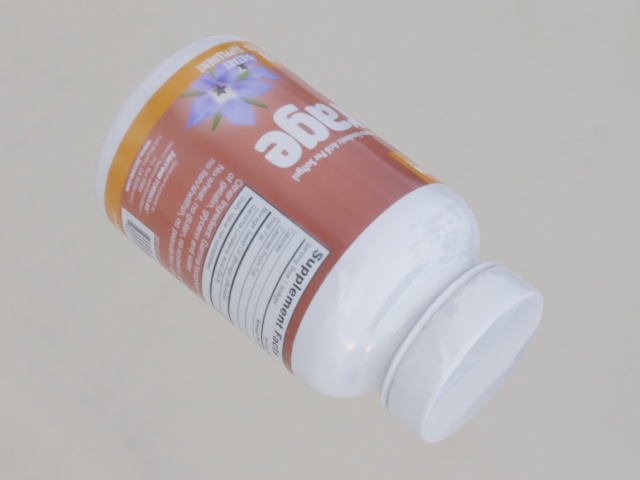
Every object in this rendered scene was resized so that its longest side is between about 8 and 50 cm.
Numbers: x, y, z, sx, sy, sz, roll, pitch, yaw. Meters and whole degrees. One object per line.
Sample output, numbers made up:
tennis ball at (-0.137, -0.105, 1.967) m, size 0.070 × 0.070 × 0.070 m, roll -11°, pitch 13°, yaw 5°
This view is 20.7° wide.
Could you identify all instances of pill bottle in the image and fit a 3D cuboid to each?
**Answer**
pill bottle at (0.000, 0.000, 0.877) m, size 0.216 × 0.121 × 0.121 m, roll 38°, pitch 34°, yaw 21°
